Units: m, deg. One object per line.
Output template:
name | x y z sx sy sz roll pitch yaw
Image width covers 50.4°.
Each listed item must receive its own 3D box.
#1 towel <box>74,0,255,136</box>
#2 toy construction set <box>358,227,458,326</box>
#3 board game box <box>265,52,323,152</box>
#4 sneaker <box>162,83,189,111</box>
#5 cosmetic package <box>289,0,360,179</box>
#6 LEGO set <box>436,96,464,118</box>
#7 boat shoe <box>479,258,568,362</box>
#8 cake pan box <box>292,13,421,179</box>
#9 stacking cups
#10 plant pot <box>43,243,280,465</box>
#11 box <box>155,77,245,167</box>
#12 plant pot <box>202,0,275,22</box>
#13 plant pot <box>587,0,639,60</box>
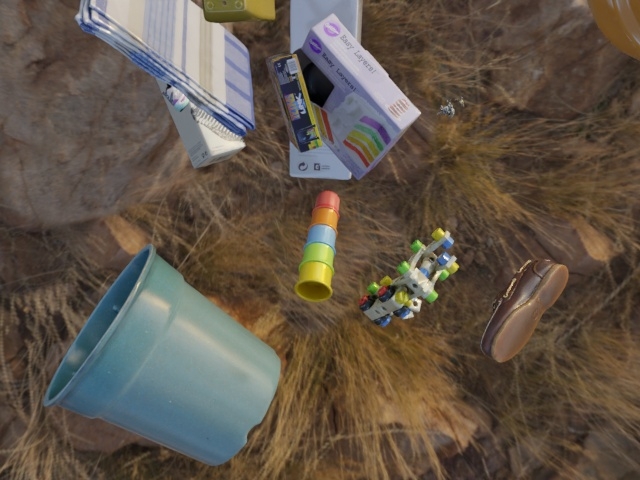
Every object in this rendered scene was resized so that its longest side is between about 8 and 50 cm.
towel | -0.206 -0.285 0.956 0.034 0.209 0.285 -32 136 29
toy construction set | 0.219 0.116 1.752 0.151 0.328 0.215 37 59 7
board game box | -0.051 -0.259 1.265 0.048 0.141 0.171 -19 108 -6
sneaker | -0.265 -0.297 1.296 0.069 0.098 0.038 44 134 -14
cosmetic package | 0.016 -0.404 1.711 0.161 0.230 0.454 3 115 5
LEGO set | 0.349 -0.352 1.803 0.083 0.023 0.054 -42 126 -1
boat shoe | 0.312 0.108 1.082 0.207 0.073 0.073 -42 128 -26
cake pan box | 0.048 -0.277 1.342 0.070 0.246 0.267 -40 89 -26
stacking cups | 0.000 0.000 1.751 0.095 0.096 0.317 15 53 -9
plant pot | -0.278 0.238 1.290 0.334 0.341 0.341 35 94 -17
box | -0.293 -0.322 1.629 0.113 0.094 0.275 -24 91 -40
plant pot | -0.103 -0.296 0.797 0.081 0.083 0.081 0 112 8
plant pot | 0.355 -0.236 0.558 0.205 0.188 0.205 -2 112 -4
